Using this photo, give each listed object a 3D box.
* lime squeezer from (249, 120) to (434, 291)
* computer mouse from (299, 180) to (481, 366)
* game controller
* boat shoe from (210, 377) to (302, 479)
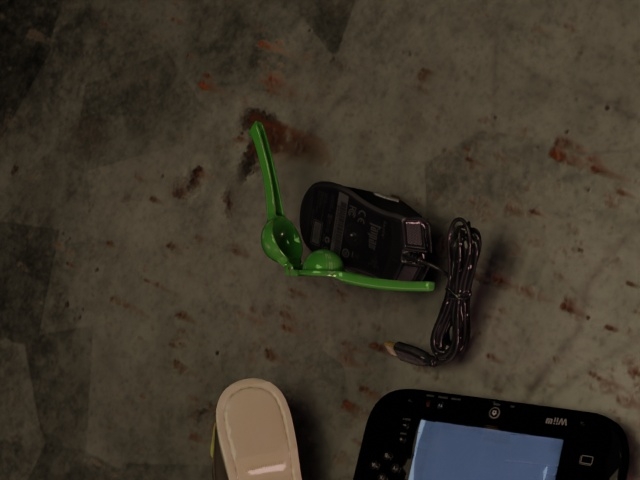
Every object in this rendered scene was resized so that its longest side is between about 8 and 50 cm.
[{"bbox_3d":[0.000,0.000,2.163,0.110,0.059,0.310,-49,60,3],"label":"lime squeezer"},{"bbox_3d":[0.083,0.037,2.160,0.262,0.060,0.184,17,110,40],"label":"computer mouse"},{"bbox_3d":[0.178,0.252,2.039,0.319,0.067,0.167,5,83,34],"label":"game controller"},{"bbox_3d":[-0.067,0.324,2.170,0.116,0.097,0.324,-6,77,-9],"label":"boat shoe"}]
